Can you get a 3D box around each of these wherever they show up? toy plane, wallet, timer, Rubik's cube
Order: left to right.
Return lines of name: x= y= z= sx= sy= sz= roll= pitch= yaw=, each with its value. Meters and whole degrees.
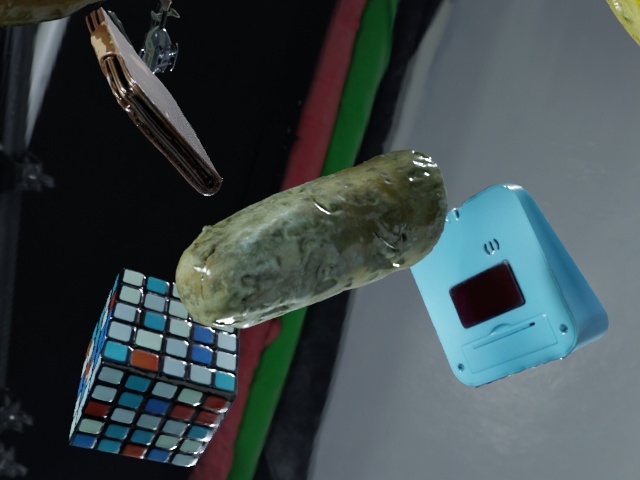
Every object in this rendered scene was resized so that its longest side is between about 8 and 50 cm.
wallet: x=-0.120 y=-0.100 z=0.514 sx=0.026 sy=0.176 sz=0.095 roll=-36 pitch=-51 yaw=2
Rubik's cube: x=-0.227 y=0.180 z=1.045 sx=0.184 sy=0.187 sz=0.182 roll=-94 pitch=28 yaw=-51
toy plane: x=-0.196 y=-0.244 z=0.905 sx=0.031 sy=0.049 sz=0.120 roll=-23 pitch=-27 yaw=-42
timer: x=0.255 y=0.062 z=1.073 sx=0.091 sy=0.232 sz=0.250 roll=-15 pitch=-103 yaw=-40

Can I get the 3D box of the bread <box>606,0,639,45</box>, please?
bread: x=0.393 y=-0.331 z=0.854 sx=0.270 sy=0.148 sz=0.270 roll=46 pitch=-155 yaw=-30

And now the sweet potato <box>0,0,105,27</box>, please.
sweet potato: x=-0.306 y=-0.236 z=0.668 sx=0.310 sy=0.124 sz=0.098 roll=-43 pitch=-29 yaw=-64

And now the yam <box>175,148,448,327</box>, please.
yam: x=0.000 y=0.000 z=0.762 sx=0.330 sy=0.133 sz=0.133 roll=-22 pitch=-53 yaw=-41
